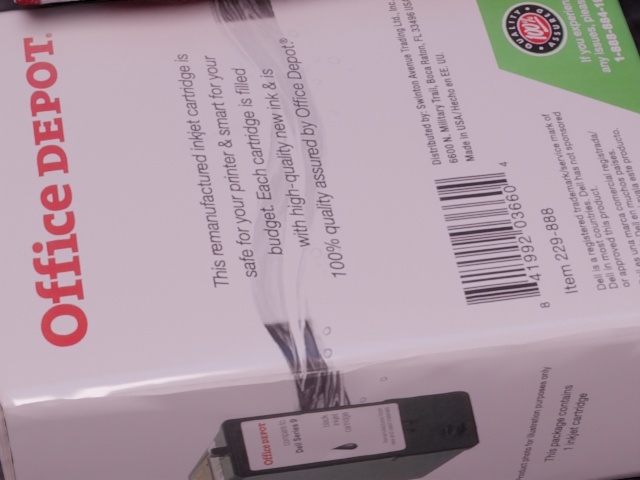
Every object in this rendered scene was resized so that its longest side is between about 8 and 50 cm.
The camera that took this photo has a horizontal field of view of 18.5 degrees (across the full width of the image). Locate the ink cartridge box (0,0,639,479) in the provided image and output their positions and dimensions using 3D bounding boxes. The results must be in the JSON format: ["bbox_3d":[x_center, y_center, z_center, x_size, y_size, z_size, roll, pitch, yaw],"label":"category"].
[{"bbox_3d":[0.000,0.000,0.836,0.289,0.121,0.211,-6,52,-7],"label":"ink cartridge box"}]

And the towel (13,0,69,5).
[{"bbox_3d":[0.017,-0.145,0.918,0.329,0.037,0.237,-8,13,-8],"label":"towel"}]
